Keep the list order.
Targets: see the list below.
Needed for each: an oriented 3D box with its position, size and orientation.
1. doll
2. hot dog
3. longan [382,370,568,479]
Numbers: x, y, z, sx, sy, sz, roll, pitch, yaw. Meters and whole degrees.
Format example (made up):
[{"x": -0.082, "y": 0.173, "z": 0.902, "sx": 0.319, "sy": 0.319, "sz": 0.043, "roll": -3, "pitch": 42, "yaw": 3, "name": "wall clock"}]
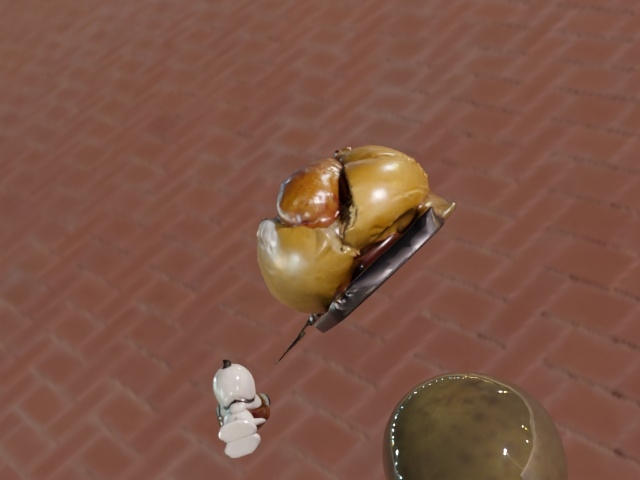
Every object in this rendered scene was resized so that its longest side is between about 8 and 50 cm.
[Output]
[{"x": -0.054, "y": 0.122, "z": 0.994, "sx": 0.040, "sy": 0.058, "sz": 0.085, "roll": -20, "pitch": 37, "yaw": -1, "name": "doll"}, {"x": 0.005, "y": -0.004, "z": 1.201, "sx": 0.194, "sy": 0.107, "sz": 0.326, "roll": -43, "pitch": 0, "yaw": -16, "name": "hot dog"}, {"x": 0.164, "y": 0.246, "z": 1.519, "sx": 0.196, "sy": 0.196, "sz": 0.220, "roll": -14, "pitch": 74, "yaw": 31, "name": "longan"}]
